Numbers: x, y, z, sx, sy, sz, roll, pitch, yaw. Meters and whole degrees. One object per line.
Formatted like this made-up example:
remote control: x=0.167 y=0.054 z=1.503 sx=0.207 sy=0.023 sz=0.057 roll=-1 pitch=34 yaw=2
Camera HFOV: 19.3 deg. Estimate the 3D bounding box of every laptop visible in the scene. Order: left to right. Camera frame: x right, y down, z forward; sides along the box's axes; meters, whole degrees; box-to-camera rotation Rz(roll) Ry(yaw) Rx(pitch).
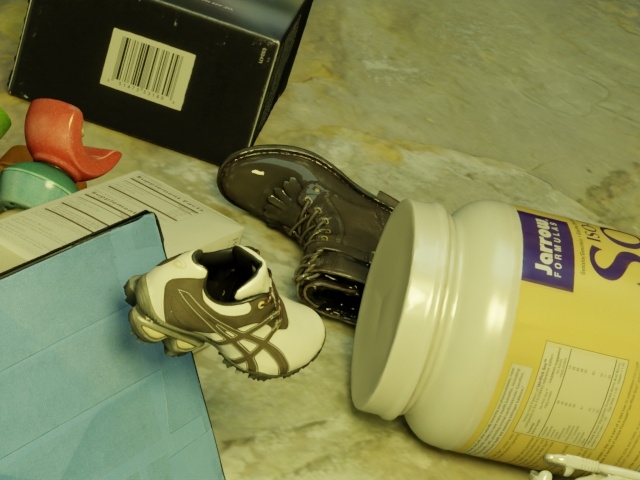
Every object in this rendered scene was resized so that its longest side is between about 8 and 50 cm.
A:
laptop: x=-0.094 y=0.212 z=1.348 sx=0.408 sy=0.236 sz=0.382 roll=28 pitch=28 yaw=20

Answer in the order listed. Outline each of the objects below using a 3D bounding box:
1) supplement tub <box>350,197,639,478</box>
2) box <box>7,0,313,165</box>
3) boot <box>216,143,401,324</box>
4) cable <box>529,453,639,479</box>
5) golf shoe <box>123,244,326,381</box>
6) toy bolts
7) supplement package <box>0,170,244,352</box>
supplement tub: x=0.214 y=0.096 z=1.769 sx=0.331 sy=0.241 sz=0.241 roll=14 pitch=26 yaw=-10
box: x=-0.183 y=-0.256 z=2.280 sx=0.296 sy=0.183 sz=0.294 roll=19 pitch=24 yaw=1
boot: x=0.000 y=0.000 z=1.993 sx=0.263 sy=0.091 sz=0.229 roll=20 pitch=25 yaw=-1
cable: x=0.300 y=0.300 z=1.601 sx=0.257 sy=0.089 sz=0.257 roll=13 pitch=27 yaw=-12
golf shoe: x=-0.054 y=0.053 z=1.453 sx=0.198 sy=0.094 sz=0.077 roll=11 pitch=48 yaw=-45
toy bolts: x=-0.306 y=-0.035 z=1.838 sx=0.228 sy=0.158 sz=0.218 roll=6 pitch=-28 yaw=41
supplement package: x=-0.201 y=0.044 z=1.720 sx=0.134 sy=0.139 sz=0.244 roll=28 pitch=28 yaw=23
